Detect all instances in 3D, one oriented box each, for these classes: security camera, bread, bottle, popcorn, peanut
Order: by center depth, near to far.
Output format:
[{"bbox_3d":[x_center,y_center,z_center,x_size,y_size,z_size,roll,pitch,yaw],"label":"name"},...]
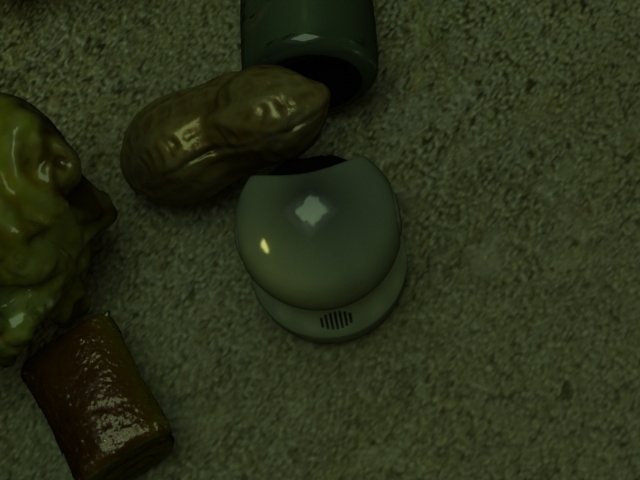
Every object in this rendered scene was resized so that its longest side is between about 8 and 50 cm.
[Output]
[{"bbox_3d":[0.000,0.000,1.575,0.195,0.236,0.194,-3,70,7],"label":"security camera"},{"bbox_3d":[-0.386,0.002,1.586,0.312,0.312,0.312,-2,68,6],"label":"popcorn"},{"bbox_3d":[-0.251,0.187,1.598,0.132,0.103,0.172,-32,68,-2],"label":"bread"},{"bbox_3d":[-0.114,-0.124,1.641,0.306,0.147,0.147,-18,64,31],"label":"peanut"},{"bbox_3d":[-0.019,-0.340,1.751,0.169,0.168,0.347,-5,65,4],"label":"bottle"}]
